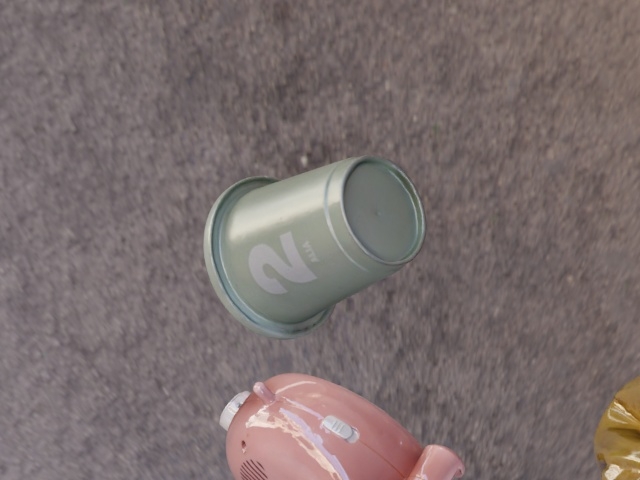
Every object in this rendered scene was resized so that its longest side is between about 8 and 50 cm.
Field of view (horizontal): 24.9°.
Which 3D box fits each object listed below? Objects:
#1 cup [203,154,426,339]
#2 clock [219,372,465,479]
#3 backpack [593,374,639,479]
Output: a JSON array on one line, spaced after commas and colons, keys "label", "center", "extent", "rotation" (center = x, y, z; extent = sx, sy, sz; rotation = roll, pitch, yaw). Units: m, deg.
[{"label": "cup", "center": [0.000, 0.000, 0.993], "extent": [0.141, 0.120, 0.120], "rotation": [-20, 64, 43]}, {"label": "clock", "center": [0.000, 0.241, 1.463], "extent": [0.241, 0.227, 0.142], "rotation": [33, 64, 12]}, {"label": "backpack", "center": [0.345, 0.207, 0.874], "extent": [0.201, 0.353, 0.378], "rotation": [-48, 65, 3]}]
